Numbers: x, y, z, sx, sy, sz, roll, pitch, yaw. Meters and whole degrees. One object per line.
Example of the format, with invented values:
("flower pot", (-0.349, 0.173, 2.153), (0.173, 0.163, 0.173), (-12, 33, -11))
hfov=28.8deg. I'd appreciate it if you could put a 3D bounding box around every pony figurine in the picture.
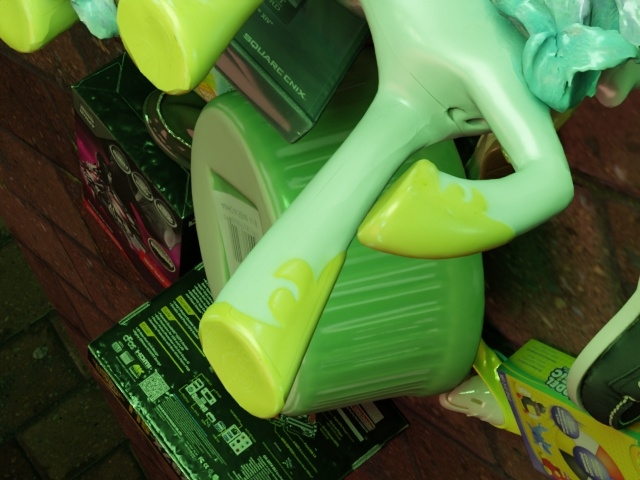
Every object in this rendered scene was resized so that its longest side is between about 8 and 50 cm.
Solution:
("pony figurine", (0.034, -0.145, 0.594), (0.351, 0.363, 0.303), (56, 144, 2))

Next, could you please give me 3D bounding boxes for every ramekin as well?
("ramekin", (0.000, 0.000, 1.042), (0.303, 0.148, 0.303), (167, 90, -71))

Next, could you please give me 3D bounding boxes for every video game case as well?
("video game case", (-0.038, -0.197, 0.778), (0.196, 0.274, 0.026), (45, 126, -13))

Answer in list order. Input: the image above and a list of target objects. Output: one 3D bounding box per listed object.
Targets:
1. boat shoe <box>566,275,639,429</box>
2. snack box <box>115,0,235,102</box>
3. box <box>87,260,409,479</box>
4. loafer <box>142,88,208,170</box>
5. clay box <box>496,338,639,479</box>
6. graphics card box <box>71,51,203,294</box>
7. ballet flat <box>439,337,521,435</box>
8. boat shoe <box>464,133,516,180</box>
("boat shoe", (0.241, 0.064, 0.798), (0.091, 0.114, 0.302), (52, 161, 23))
("snack box", (-0.140, -0.249, 1.210), (0.174, 0.070, 0.207), (39, 157, 34))
("box", (-0.091, 0.185, 1.531), (0.322, 0.257, 0.079), (50, 159, 9))
("loafer", (-0.077, -0.098, 1.268), (0.220, 0.080, 0.078), (31, 149, -6))
("clay box", (0.252, 0.176, 1.041), (0.222, 0.053, 0.127), (25, 145, 55))
("graphics card box", (-0.225, -0.061, 1.675), (0.233, 0.094, 0.371), (50, 159, 12))
("ballet flat", (0.130, 0.113, 1.177), (0.231, 0.077, 0.077), (55, 160, -2))
("boat shoe", (0.135, -0.052, 0.953), (0.056, 0.048, 0.153), (5, 154, 2))
